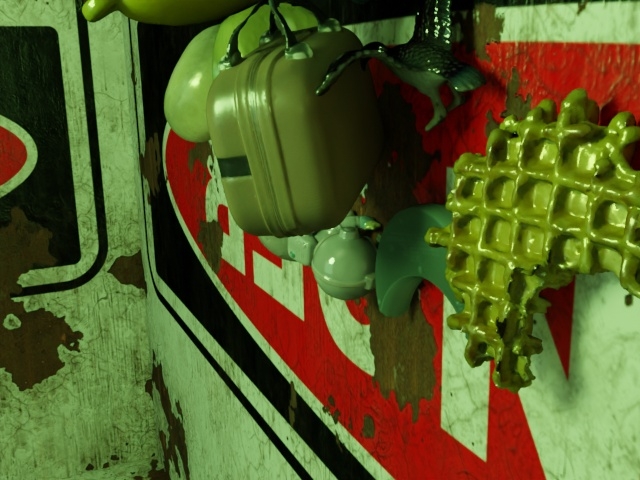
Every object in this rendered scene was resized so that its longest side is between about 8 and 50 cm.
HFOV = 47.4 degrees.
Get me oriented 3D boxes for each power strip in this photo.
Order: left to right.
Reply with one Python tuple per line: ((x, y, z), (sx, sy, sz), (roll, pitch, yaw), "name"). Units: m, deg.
((0.138, 0.034, 0.941), (0.253, 0.054, 0.167), (-166, 73, -64), "power strip")

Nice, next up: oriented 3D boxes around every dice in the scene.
((-0.075, -0.269, 1.184), (0.166, 0.169, 0.169), (130, 128, -58), "dice")

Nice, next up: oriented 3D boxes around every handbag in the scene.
((-0.029, -0.175, 0.923), (0.302, 0.149, 0.283), (-57, -41, -56), "handbag")

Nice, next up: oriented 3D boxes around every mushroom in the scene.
((-0.199, -0.298, 1.447), (0.246, 0.202, 0.246), (-48, 14, 16), "mushroom")

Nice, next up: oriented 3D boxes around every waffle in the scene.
((0.208, -0.001, 0.702), (0.293, 0.069, 0.260), (-45, 56, 47), "waffle")

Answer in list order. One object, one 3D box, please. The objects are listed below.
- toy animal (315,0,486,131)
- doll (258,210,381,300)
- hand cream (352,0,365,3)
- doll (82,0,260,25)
((0.097, -0.203, 0.853), (0.160, 0.272, 0.197), (49, 162, 1), "toy animal")
((0.000, 0.000, 1.140), (0.287, 0.151, 0.151), (43, 135, 51), "doll")
((0.076, -0.335, 0.928), (0.048, 0.083, 0.224), (45, 178, -18), "hand cream")
((-0.052, -0.389, 0.864), (0.348, 0.423, 0.161), (-12, 111, 45), "doll")
